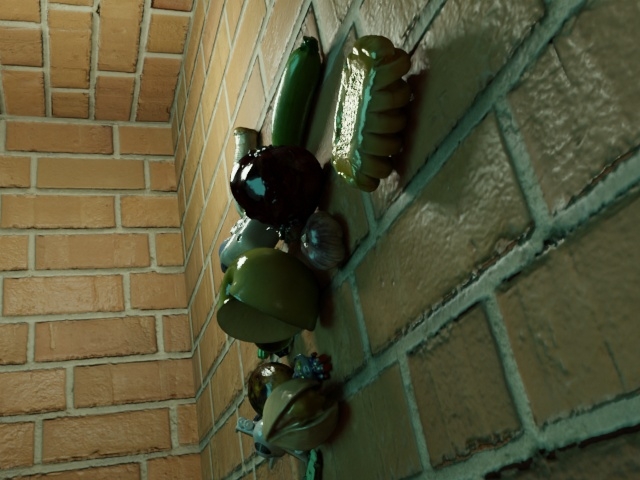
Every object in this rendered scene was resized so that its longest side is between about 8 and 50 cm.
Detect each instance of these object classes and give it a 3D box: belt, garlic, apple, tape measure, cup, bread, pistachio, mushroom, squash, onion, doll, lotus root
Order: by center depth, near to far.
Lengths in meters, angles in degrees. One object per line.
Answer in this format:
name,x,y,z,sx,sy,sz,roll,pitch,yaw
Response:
bread,0.109,-0.257,1.351,0.173,0.121,0.311,-127,41,-52
garlic,0.000,0.000,1.674,0.147,0.102,0.159,114,149,-50
pistachio,-0.062,0.458,1.729,0.299,0.188,0.187,120,144,-60
onion,-0.128,-0.149,1.799,0.281,0.221,0.280,14,117,29
apple,-0.136,0.143,1.814,0.295,0.258,0.233,134,146,-59
doll,-0.028,0.358,1.817,0.104,0.062,0.195,49,145,-1
squash,-0.073,-0.392,1.857,0.107,0.107,0.395,-110,27,-42
lotus root,-0.139,0.451,1.996,0.314,0.141,0.169,148,117,-65
tape measure,-0.191,-0.033,2.018,0.258,0.130,0.265,-61,11,-32
cup,-0.156,0.282,2.092,0.155,0.131,0.176,-135,22,-68
belt,-0.298,0.057,2.410,0.190,0.142,0.082,111,152,-50
mushroom,-0.272,-0.245,2.411,0.123,0.095,0.351,-6,86,52

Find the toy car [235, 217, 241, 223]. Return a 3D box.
toy car,-0.287,-0.062,2.503,0.142,0.055,0.069,-102,30,-55

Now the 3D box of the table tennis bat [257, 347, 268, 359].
table tennis bat,-0.195,0.283,2.298,0.160,0.039,0.257,158,115,-67

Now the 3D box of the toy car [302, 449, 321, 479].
toy car,-0.019,0.640,1.836,0.059,0.035,0.121,-154,73,-67

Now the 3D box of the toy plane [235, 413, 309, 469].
toy plane,-0.141,0.595,1.942,0.117,0.245,0.245,-61,10,-23
